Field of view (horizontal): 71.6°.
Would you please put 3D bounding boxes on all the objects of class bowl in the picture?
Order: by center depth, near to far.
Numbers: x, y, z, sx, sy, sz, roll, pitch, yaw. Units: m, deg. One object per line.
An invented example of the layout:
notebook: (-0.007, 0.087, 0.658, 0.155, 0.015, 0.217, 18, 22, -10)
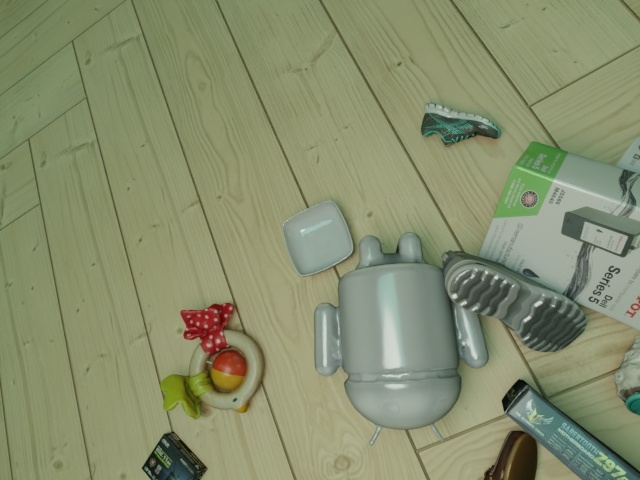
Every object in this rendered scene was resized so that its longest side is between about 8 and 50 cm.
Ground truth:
bowl: (0.000, 0.000, 0.958, 0.142, 0.053, 0.142, -25, 69, 14)

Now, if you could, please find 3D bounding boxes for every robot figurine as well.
robot figurine: (0.136, 0.168, 0.784, 0.300, 0.200, 0.353, -5, 75, 9)

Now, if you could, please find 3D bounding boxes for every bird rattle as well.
bird rattle: (-0.220, 0.264, 0.966, 0.207, 0.143, 0.253, 15, 69, 12)

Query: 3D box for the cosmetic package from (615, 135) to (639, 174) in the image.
cosmetic package: (0.592, -0.067, 0.715, 0.231, 0.117, 0.085, 35, 91, 26)

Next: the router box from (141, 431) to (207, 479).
router box: (-0.318, 0.495, 0.965, 0.122, 0.038, 0.092, 33, 89, 24)

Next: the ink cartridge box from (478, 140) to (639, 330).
ink cartridge box: (0.426, -0.012, 0.712, 0.273, 0.198, 0.115, 26, 44, 25)

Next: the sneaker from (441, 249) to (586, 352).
sneaker: (0.323, 0.088, 0.741, 0.281, 0.115, 0.105, 30, 113, -17)

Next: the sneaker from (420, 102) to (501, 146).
sneaker: (0.282, -0.225, 0.911, 0.166, 0.065, 0.076, 25, 103, 27)

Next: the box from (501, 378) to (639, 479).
box: (0.387, 0.311, 0.663, 0.232, 0.183, 0.059, 39, 93, 25)

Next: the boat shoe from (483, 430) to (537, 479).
boat shoe: (0.299, 0.414, 0.733, 0.073, 0.073, 0.207, -4, 63, 61)

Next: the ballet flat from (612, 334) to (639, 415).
ballet flat: (0.650, 0.228, 0.619, 0.409, 0.147, 0.147, 15, 83, 22)
